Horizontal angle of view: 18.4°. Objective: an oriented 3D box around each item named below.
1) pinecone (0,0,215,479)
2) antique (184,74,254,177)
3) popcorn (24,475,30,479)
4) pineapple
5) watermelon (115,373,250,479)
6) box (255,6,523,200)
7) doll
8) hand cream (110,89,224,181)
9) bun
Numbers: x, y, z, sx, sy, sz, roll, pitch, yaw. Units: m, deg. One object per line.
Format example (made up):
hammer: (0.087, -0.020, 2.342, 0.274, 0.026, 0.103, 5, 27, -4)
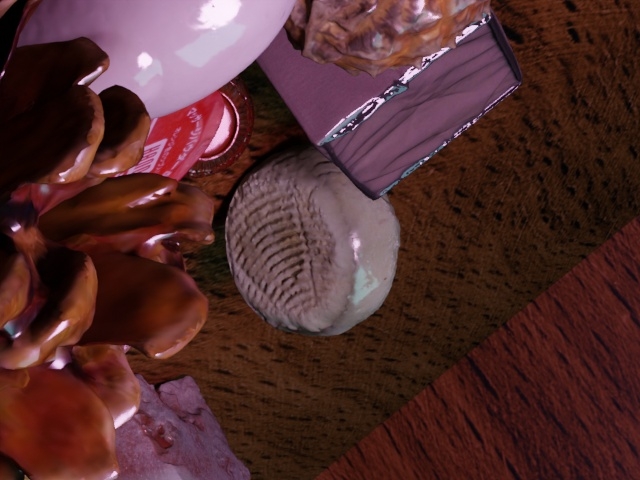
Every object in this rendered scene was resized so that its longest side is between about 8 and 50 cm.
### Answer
pinecone: (-0.250, -0.046, 0.958, 0.384, 0.384, 0.384, -34, 164, -11)
antique: (-0.103, -0.099, 1.579, 0.104, 0.104, 0.104, -34, 164, -11)
popcorn: (-0.300, 0.222, 2.059, 0.089, 0.109, 0.097, -77, 178, -76)
pineapple: (0.090, -0.234, 1.425, 0.175, 0.175, 0.361, -48, 172, 34)
watermelon: (-0.202, 0.268, 2.245, 0.193, 0.310, 0.232, 15, 88, -71)
box: (0.049, -0.161, 1.633, 0.188, 0.153, 0.252, -37, 166, 1)
doll: (-0.130, -0.189, 1.156, 0.251, 0.221, 0.221, -14, 177, 30)
hand cream: (-0.176, -0.090, 1.391, 0.193, 0.125, 0.193, -34, 165, -10)
bun: (0.000, 0.000, 1.920, 0.118, 0.195, 0.195, -18, 155, -46)
